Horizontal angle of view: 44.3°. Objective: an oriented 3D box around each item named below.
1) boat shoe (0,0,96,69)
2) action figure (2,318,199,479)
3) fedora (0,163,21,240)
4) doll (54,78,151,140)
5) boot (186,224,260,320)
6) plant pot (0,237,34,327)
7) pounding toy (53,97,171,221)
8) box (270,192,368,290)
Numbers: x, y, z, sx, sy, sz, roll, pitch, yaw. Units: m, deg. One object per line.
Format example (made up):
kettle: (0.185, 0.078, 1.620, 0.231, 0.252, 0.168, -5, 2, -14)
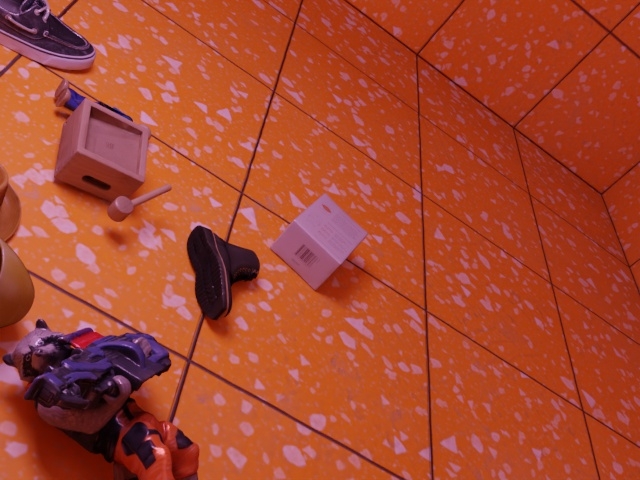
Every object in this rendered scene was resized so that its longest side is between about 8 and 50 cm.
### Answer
boat shoe: (-0.558, -0.424, 1.487, 0.301, 0.102, 0.108, 22, 37, -31)
action figure: (-0.267, 0.232, 0.952, 0.330, 0.178, 0.341, 44, 6, 11)
fedora: (-0.514, -0.076, 1.132, 0.194, 0.079, 0.194, 29, 34, -22)
doll: (-0.404, -0.230, 1.480, 0.189, 0.046, 0.129, 26, 25, -37)
boot: (-0.151, 0.065, 1.386, 0.137, 0.077, 0.197, 23, 37, -39)
plant pot: (-0.433, 0.064, 1.026, 0.095, 0.134, 0.134, 45, 16, -56)
pounding toy: (-0.356, -0.107, 1.349, 0.181, 0.094, 0.206, 26, 44, -35)
box: (0.000, 0.000, 1.614, 0.130, 0.091, 0.170, 44, 31, 2)
